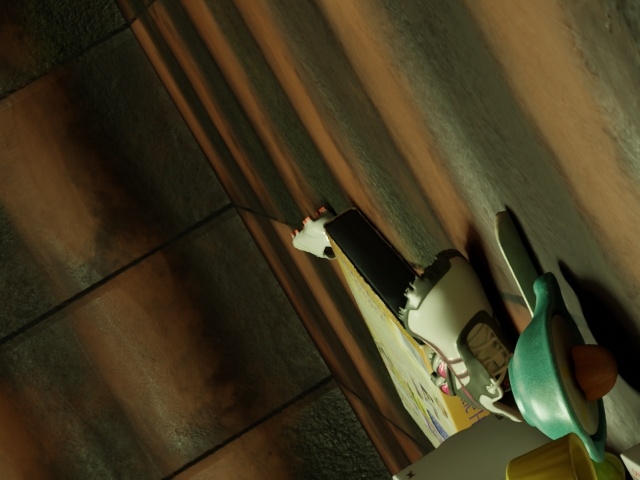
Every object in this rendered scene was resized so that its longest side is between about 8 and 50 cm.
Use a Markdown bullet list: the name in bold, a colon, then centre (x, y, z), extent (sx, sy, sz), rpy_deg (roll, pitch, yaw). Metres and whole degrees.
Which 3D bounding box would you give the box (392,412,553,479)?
- **box**: centre (0.213, 0.313, 1.819), extent (0.119, 0.181, 0.182), rpy_deg (62, 172, -25)

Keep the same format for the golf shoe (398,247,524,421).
- **golf shoe**: centre (0.172, 0.106, 1.684), extent (0.120, 0.105, 0.273), rpy_deg (35, 166, 33)

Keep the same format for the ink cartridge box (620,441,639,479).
- **ink cartridge box**: centre (0.313, 0.216, 1.255), extent (0.180, 0.060, 0.104), rpy_deg (60, 173, -10)

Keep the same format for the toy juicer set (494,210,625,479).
- **toy juicer set**: centre (0.236, 0.143, 1.364), extent (0.209, 0.089, 0.329), rpy_deg (52, -153, -39)

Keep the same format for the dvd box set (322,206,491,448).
- **dvd box set**: centre (0.152, 0.183, 2.170), extent (0.307, 0.062, 0.420), rpy_deg (51, 169, 49)

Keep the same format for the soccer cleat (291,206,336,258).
- **soccer cleat**: centre (0.000, 0.000, 2.430), extent (0.076, 0.068, 0.196), rpy_deg (56, 169, 3)
